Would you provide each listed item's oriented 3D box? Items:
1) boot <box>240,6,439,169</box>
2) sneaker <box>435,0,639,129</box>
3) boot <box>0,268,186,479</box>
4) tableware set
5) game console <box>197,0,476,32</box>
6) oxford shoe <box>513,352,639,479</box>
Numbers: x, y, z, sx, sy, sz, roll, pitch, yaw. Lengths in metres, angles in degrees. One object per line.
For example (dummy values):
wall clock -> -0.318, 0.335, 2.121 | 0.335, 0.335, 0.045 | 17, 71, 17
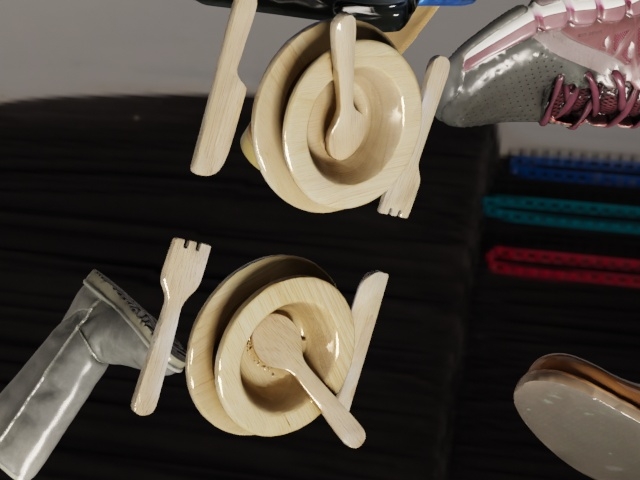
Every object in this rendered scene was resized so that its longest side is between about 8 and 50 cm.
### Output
boot -> 0.057, -0.188, 1.150 | 0.236, 0.089, 0.269 | -42, 175, -45
sneaker -> 0.225, -0.098, 0.821 | 0.106, 0.281, 0.163 | 102, -35, -70
boot -> -0.240, 0.149, 1.176 | 0.208, 0.189, 0.076 | -51, 130, -6
tableware set -> 0.000, 0.000, 0.527 | 0.128, 0.039, 0.194 | 9, 99, -40
game console -> -0.069, -0.217, 0.668 | 0.173, 0.293, 0.250 | -63, 156, -43
oxford shoe -> 0.192, 0.101, 0.669 | 0.076, 0.212, 0.076 | -23, -133, 52
